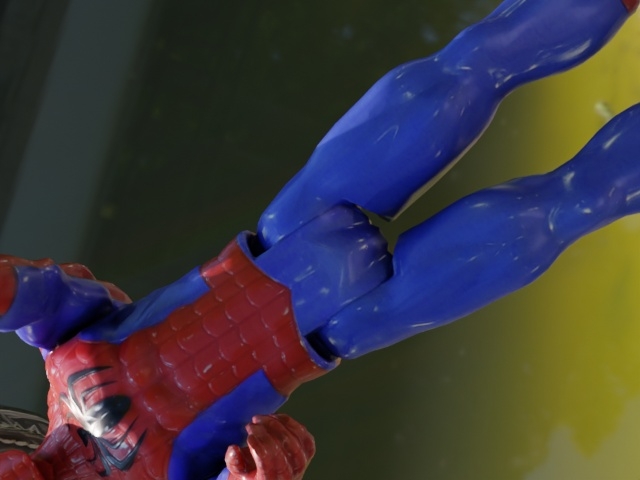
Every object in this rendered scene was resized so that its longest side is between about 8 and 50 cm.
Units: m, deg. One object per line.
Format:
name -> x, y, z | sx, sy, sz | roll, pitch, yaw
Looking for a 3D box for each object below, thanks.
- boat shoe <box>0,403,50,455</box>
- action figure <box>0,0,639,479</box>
boat shoe -> -0.074, 0.110, 0.551 | 0.069, 0.228, 0.081 | 2, 66, 26
action figure -> 0.000, 0.000, 0.364 | 0.280, 0.139, 0.091 | -37, 79, 16
